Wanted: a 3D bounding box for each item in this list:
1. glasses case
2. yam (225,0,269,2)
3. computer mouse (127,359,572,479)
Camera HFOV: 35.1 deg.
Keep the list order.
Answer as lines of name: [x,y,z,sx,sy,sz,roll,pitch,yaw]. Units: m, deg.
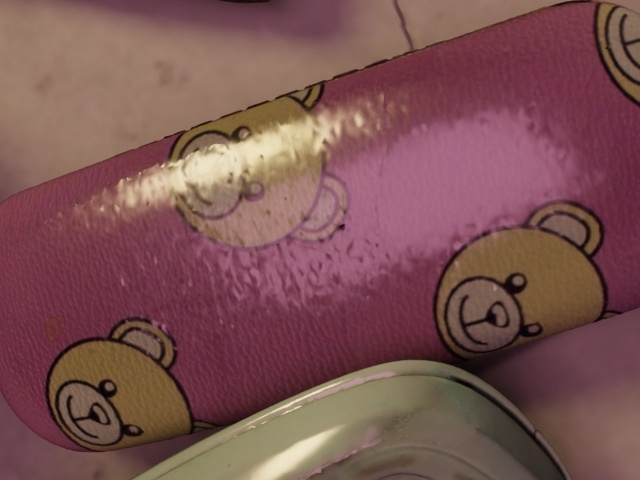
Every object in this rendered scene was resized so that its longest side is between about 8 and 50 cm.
glasses case: [0.000,0.000,0.416,0.316,0.076,0.123,-18,95,13]
yam: [-0.146,-0.146,0.437,0.274,0.061,0.061,9,100,11]
computer mouse: [-0.037,0.144,0.429,0.288,0.097,0.159,-37,122,10]
